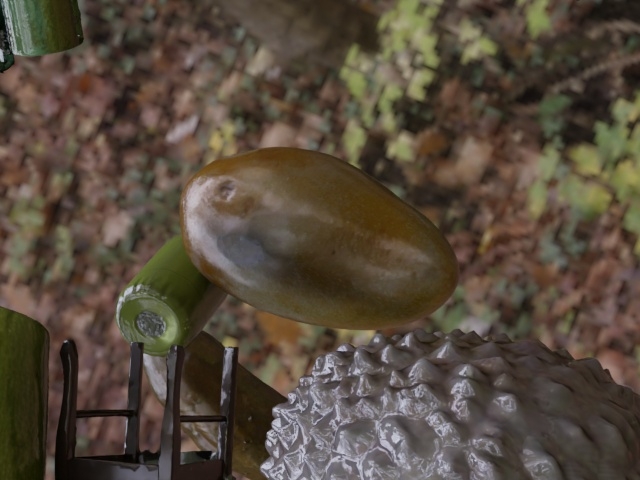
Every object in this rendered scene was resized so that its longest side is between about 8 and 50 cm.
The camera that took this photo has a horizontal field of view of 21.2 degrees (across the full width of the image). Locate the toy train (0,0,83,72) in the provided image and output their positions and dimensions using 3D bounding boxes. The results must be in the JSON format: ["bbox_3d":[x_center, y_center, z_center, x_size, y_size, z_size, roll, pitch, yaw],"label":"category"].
[{"bbox_3d":[-0.407,-0.359,2.196,0.126,0.190,0.307,-54,-37,-59],"label":"toy train"}]

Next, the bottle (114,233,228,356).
[{"bbox_3d":[-0.174,0.050,2.269,0.112,0.112,0.260,-57,-2,33],"label":"bottle"}]

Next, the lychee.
[{"bbox_3d":[0.139,0.253,1.451,0.432,0.380,0.380,34,106,34],"label":"lychee"}]

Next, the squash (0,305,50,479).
[{"bbox_3d":[-0.390,0.236,1.761,0.234,0.210,0.308,-28,52,58],"label":"squash"}]

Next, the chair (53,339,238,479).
[{"bbox_3d":[-0.181,0.268,1.814,0.186,0.160,0.319,11,-99,-67],"label":"chair"}]

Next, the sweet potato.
[{"bbox_3d":[-0.162,0.245,2.641,0.158,0.370,0.158,-49,8,10],"label":"sweet potato"}]

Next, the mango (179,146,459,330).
[{"bbox_3d":[0.000,0.000,2.130,0.199,0.384,0.221,-38,-44,-55],"label":"mango"}]
